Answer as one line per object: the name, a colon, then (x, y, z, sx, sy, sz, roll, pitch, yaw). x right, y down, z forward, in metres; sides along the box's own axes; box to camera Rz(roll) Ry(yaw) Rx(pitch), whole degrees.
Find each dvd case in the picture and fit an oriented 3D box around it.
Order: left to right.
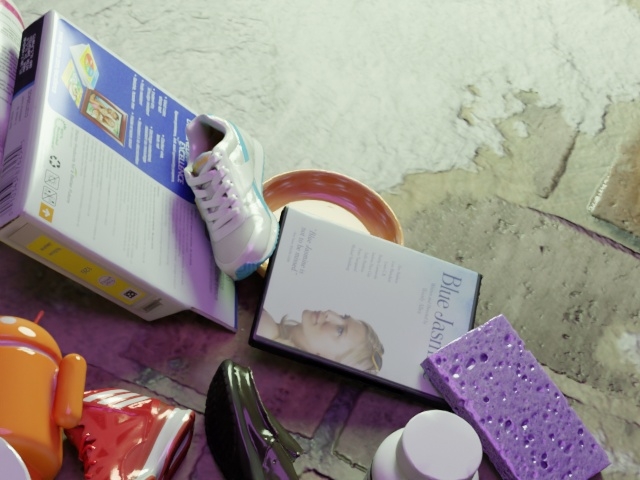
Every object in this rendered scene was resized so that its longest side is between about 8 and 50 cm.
dvd case: (0.056, 0.078, 1.632, 0.253, 0.022, 0.180, 19, 59, -11)

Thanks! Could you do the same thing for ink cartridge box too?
ink cartridge box: (-0.222, -0.067, 1.637, 0.307, 0.072, 0.304, 36, 38, -38)

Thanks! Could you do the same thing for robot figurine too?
robot figurine: (-0.322, 0.168, 1.430, 0.128, 0.158, 0.219, 18, 47, -29)

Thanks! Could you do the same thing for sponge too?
sponge: (0.218, 0.192, 1.598, 0.117, 0.031, 0.210, -27, 74, -30)

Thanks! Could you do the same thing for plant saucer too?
plant saucer: (0.000, 0.000, 1.711, 0.200, 0.037, 0.200, 7, 51, -9)

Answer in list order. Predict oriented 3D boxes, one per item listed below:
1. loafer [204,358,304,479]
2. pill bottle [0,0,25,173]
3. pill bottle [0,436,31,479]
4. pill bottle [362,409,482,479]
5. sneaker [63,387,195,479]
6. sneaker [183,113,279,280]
loafer: (-0.061, 0.224, 1.497, 0.078, 0.080, 0.220, -2, 57, -29)
pill bottle: (-0.416, -0.150, 1.637, 0.160, 0.160, 0.283, 1, 52, -15)
pill bottle: (-0.320, 0.293, 1.193, 0.188, 0.334, 0.188, 7, 50, -9)
pill bottle: (0.096, 0.253, 1.430, 0.108, 0.193, 0.108, 8, 51, -9)
sneaker: (-0.226, 0.236, 1.445, 0.128, 0.087, 0.221, 20, 37, 12)
sneaker: (-0.111, -0.049, 1.643, 0.092, 0.087, 0.229, 36, 28, -39)
